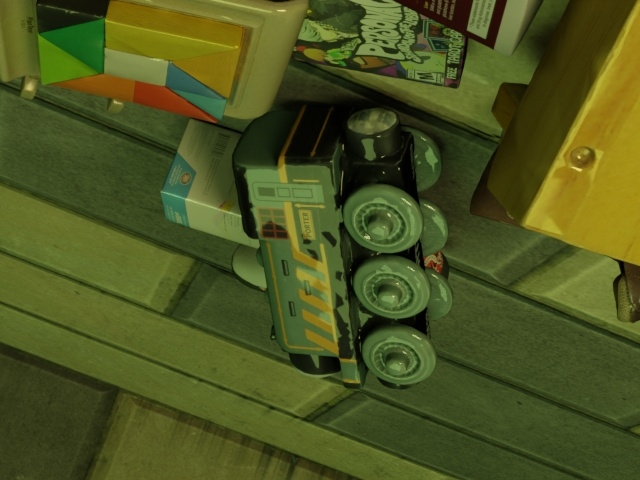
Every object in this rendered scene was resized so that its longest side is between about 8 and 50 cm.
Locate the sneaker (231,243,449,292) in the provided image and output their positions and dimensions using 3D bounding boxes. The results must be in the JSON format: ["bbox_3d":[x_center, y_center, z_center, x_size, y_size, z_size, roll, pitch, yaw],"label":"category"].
[{"bbox_3d":[0.001,-0.001,1.496,0.270,0.090,0.145,5,154,25],"label":"sneaker"}]

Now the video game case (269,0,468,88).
[{"bbox_3d":[0.013,-0.197,1.012,0.210,0.041,0.232,12,163,6],"label":"video game case"}]

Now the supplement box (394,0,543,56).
[{"bbox_3d":[0.034,-0.218,0.812,0.239,0.073,0.130,27,162,8],"label":"supplement box"}]

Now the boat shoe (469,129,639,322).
[{"bbox_3d":[0.286,0.016,1.124,0.342,0.123,0.123,29,-178,11],"label":"boat shoe"}]

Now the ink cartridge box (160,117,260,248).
[{"bbox_3d":[-0.086,-0.054,1.428,0.143,0.092,0.090,18,160,4],"label":"ink cartridge box"}]

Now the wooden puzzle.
[{"bbox_3d":[-0.142,-0.152,1.064,0.239,0.044,0.221,7,163,-8],"label":"wooden puzzle"}]

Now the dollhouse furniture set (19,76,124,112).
[{"bbox_3d":[-0.324,-0.240,1.150,0.374,0.152,0.201,8,163,-20],"label":"dollhouse furniture set"}]

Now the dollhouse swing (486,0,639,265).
[{"bbox_3d":[0.315,-0.109,0.906,0.347,0.305,0.315,16,125,-8],"label":"dollhouse swing"}]

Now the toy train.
[{"bbox_3d":[0.025,0.012,1.322,0.190,0.142,0.334,4,130,16],"label":"toy train"}]
